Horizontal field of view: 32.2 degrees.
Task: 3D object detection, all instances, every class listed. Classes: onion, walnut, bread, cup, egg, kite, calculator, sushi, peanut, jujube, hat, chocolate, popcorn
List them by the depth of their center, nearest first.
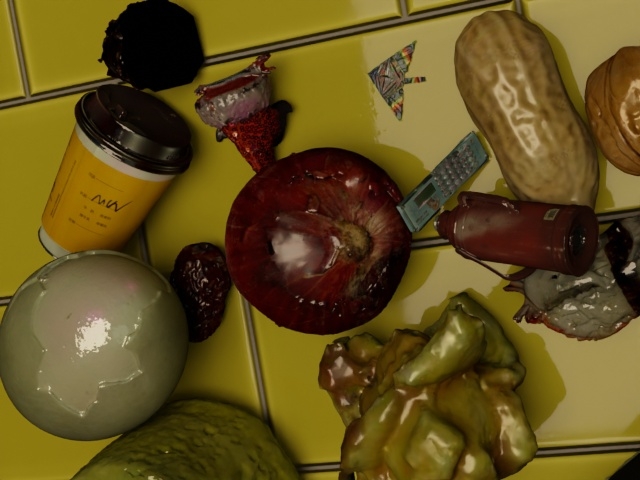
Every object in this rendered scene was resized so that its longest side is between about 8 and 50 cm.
[{"bbox_3d":[0.430,-0.169,1.485,0.144,0.144,0.180,-30,90,20],"label":"walnut"},{"bbox_3d":[0.414,0.036,1.511,0.332,0.124,0.130,-31,115,20],"label":"sushi"},{"bbox_3d":[0.287,-0.163,1.533,0.140,0.153,0.325,-27,96,-14],"label":"peanut"},{"bbox_3d":[0.176,0.228,1.567,0.290,0.326,0.321,46,137,-15],"label":"popcorn"},{"bbox_3d":[0.177,-0.083,1.583,0.018,0.172,0.057,12,141,56],"label":"calculator"},{"bbox_3d":[0.000,0.000,1.607,0.276,0.276,0.276,2,97,19],"label":"onion"},{"bbox_3d":[0.113,-0.240,1.655,0.090,0.004,0.122,8,100,18],"label":"kite"},{"bbox_3d":[-0.334,0.150,1.656,0.278,0.278,0.336,54,139,6],"label":"egg"},{"bbox_3d":[-0.216,0.439,1.696,0.348,0.308,0.348,4,101,18],"label":"bread"},{"bbox_3d":[-0.097,-0.160,1.701,0.140,0.129,0.227,-23,106,4],"label":"hat"},{"bbox_3d":[-0.286,-0.303,1.742,0.133,0.156,0.156,4,99,51],"label":"chocolate"},{"bbox_3d":[-0.329,-0.095,1.743,0.196,0.196,0.280,37,116,12],"label":"cup"},{"bbox_3d":[-0.190,0.086,1.761,0.104,0.104,0.166,12,113,18],"label":"jujube"}]

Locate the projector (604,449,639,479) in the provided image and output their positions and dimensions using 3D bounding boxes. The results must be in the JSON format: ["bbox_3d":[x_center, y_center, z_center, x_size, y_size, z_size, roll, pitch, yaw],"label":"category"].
[{"bbox_3d":[0.496,0.404,1.452,0.249,0.248,0.248,44,127,9],"label":"projector"}]

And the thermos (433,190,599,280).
[{"bbox_3d":[0.251,-0.015,1.504,0.232,0.099,0.124,10,142,40],"label":"thermos"}]
